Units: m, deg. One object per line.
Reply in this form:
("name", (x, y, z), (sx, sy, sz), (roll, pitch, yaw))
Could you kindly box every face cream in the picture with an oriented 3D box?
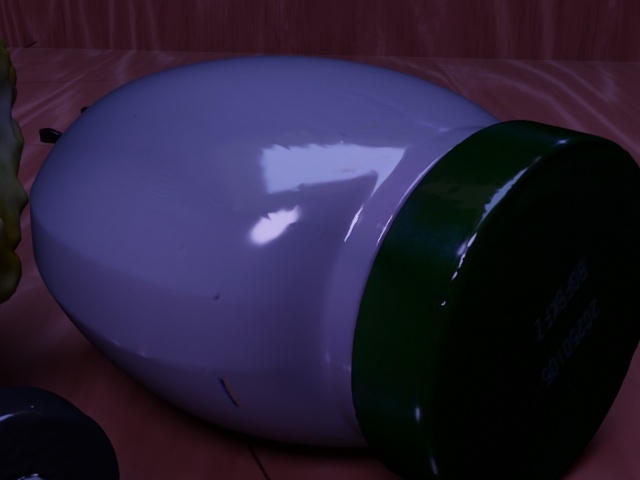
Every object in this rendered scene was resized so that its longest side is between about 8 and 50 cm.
("face cream", (0.000, 0.000, 0.626), (0.313, 0.219, 0.357), (-16, 26, -41))

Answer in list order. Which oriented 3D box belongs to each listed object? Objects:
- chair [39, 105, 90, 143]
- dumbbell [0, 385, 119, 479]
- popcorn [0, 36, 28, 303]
("chair", (-0.156, -0.062, 0.982), (0.229, 0.106, 0.113), (8, 22, 15))
("dumbbell", (-0.095, 0.137, 0.401), (0.100, 0.100, 0.191), (-14, 23, -38))
("popcorn", (-0.332, -0.030, 0.583), (0.293, 0.293, 0.334), (-3, 16, -9))
